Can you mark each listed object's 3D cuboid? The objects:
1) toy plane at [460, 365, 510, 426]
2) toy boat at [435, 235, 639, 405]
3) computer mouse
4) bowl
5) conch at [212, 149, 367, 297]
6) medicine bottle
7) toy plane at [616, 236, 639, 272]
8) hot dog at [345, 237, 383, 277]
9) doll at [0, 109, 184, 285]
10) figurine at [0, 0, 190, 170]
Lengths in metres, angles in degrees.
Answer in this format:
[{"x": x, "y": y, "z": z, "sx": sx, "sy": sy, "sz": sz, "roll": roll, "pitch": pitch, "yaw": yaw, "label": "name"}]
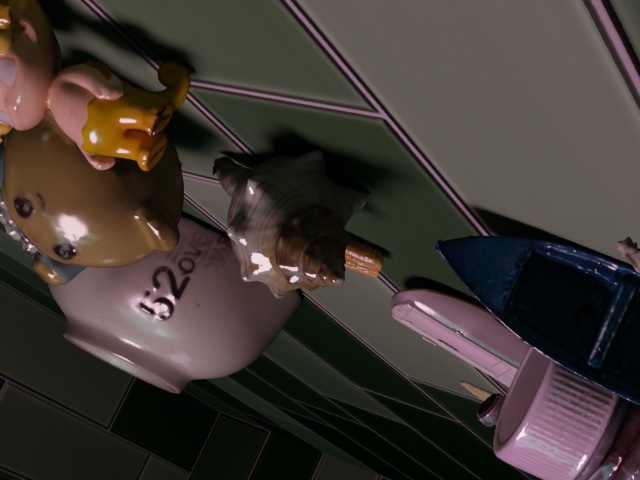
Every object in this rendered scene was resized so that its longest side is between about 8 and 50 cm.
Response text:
[{"x": 0.252, "y": 0.196, "z": 1.354, "sx": 0.242, "sy": 0.104, "sz": 0.256, "roll": 43, "pitch": 171, "yaw": -6, "label": "toy plane"}, {"x": 0.228, "y": 0.069, "z": 0.931, "sx": 0.299, "sy": 0.096, "sz": 0.062, "roll": 25, "pitch": 175, "yaw": 10, "label": "toy boat"}, {"x": 0.167, "y": 0.102, "z": 1.243, "sx": 0.199, "sy": 0.044, "sz": 0.102, "roll": 30, "pitch": 164, "yaw": 1, "label": "computer mouse"}, {"x": -0.221, "y": 0.083, "z": 1.559, "sx": 0.354, "sy": 0.185, "sz": 0.354, "roll": 24, "pitch": 166, "yaw": 6, "label": "bowl"}, {"x": -0.015, "y": -0.022, "z": 1.018, "sx": 0.137, "sy": 0.114, "sz": 0.234, "roll": 40, "pitch": -162, "yaw": -17, "label": "conch"}, {"x": 0.308, "y": 0.183, "z": 1.055, "sx": 0.273, "sy": 0.165, "sz": 0.165, "roll": 26, "pitch": 166, "yaw": 2, "label": "medicine bottle"}, {"x": 0.296, "y": 0.047, "z": 0.735, "sx": 0.192, "sy": 0.088, "sz": 0.262, "roll": 14, "pitch": 162, "yaw": 36, "label": "toy plane"}, {"x": 0.000, "y": 0.000, "z": 1.196, "sx": 0.137, "sy": 0.028, "sz": 0.044, "roll": 21, "pitch": 140, "yaw": 6, "label": "hot dog"}, {"x": -0.228, "y": -0.054, "z": 1.124, "sx": 0.177, "sy": 0.161, "sz": 0.261, "roll": 52, "pitch": 161, "yaw": -13, "label": "doll"}, {"x": -0.233, "y": -0.132, "z": 0.934, "sx": 0.246, "sy": 0.131, "sz": 0.156, "roll": 25, "pitch": 132, "yaw": 5, "label": "figurine"}]
